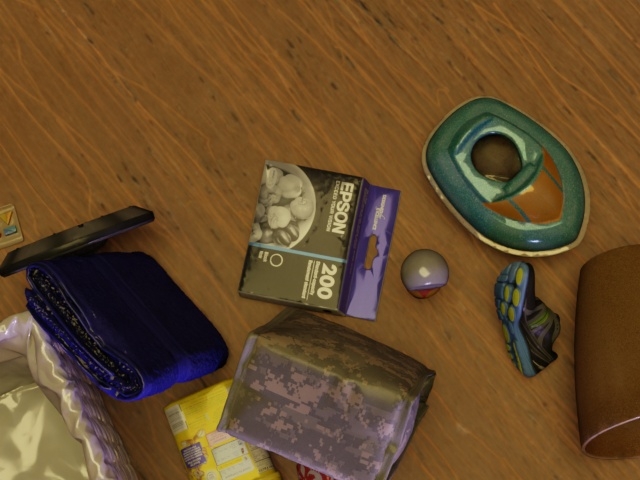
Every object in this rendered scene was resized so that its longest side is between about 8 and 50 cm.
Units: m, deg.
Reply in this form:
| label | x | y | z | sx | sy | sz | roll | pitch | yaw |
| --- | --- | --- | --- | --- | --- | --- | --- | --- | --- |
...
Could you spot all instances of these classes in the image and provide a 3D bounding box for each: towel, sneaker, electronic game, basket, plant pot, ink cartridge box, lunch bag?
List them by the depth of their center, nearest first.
| label | x | y | z | sx | sy | sz | roll | pitch | yaw |
| --- | --- | --- | --- | --- | --- | --- | --- | --- | --- |
| lunch bag | 0.022 | 0.201 | 1.680 | 0.235 | 0.287 | 0.168 | 21 | 102 | 11 |
| basket | -0.435 | 0.317 | 1.682 | 0.328 | 0.266 | 0.331 | -27 | 79 | -2 |
| towel | -0.261 | 0.116 | 1.697 | 0.076 | 0.308 | 0.227 | -45 | 79 | 15 |
| plant pot | 0.443 | 0.144 | 1.706 | 0.237 | 0.237 | 0.254 | -11 | 64 | 1 |
| sneaker | 0.295 | 0.104 | 1.752 | 0.078 | 0.067 | 0.188 | -24 | 121 | -15 |
| electronic game | -0.342 | 0.004 | 1.754 | 0.229 | 0.229 | 0.048 | -21 | 94 | -1 |
| ink cartridge box | 0.000 | 0.000 | 1.828 | 0.208 | 0.045 | 0.206 | 10 | 80 | 4 |

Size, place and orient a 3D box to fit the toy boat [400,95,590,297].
| label | x | y | z | sx | sy | sz | roll | pitch | yaw |
| --- | --- | --- | --- | --- | --- | --- | --- | --- | --- |
| toy boat | 0.230 | -0.041 | 1.770 | 0.267 | 0.148 | 0.318 | 40 | 84 | 9 |

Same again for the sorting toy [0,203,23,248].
| label | x | y | z | sx | sy | sz | roll | pitch | yaw |
| --- | --- | --- | --- | --- | --- | --- | --- | --- | --- |
| sorting toy | -0.494 | -0.015 | 1.873 | 0.083 | 0.012 | 0.062 | -19 | 80 | -1 |

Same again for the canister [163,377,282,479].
| label | x | y | z | sx | sy | sz | roll | pitch | yaw |
| --- | --- | --- | --- | --- | --- | --- | --- | --- | --- |
| canister | -0.139 | 0.294 | 1.769 | 0.126 | 0.073 | 0.169 | -22 | 78 | 0 |

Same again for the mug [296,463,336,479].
| label | x | y | z | sx | sy | sz | roll | pitch | yaw |
| --- | --- | --- | --- | --- | --- | --- | --- | --- | --- |
| mug | 0.012 | 0.387 | 1.727 | 0.150 | 0.113 | 0.169 | -13 | 76 | -1 |
